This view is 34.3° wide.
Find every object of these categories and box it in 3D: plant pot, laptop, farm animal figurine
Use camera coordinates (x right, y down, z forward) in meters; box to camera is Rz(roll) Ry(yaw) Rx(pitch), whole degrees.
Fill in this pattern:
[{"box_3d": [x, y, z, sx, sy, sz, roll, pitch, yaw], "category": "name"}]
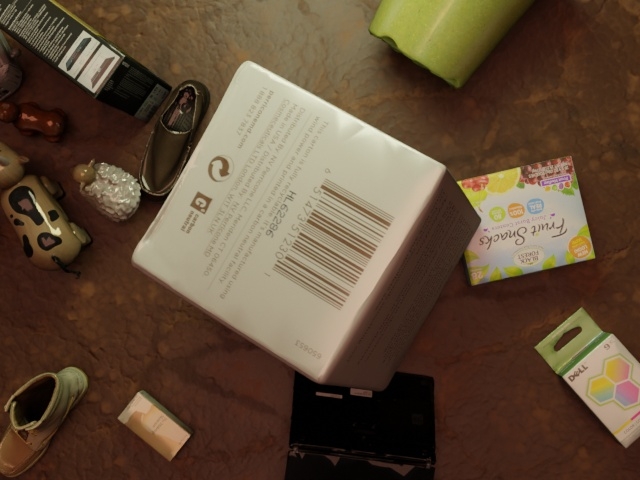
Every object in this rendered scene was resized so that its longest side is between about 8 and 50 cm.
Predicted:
[{"box_3d": [0.214, -0.393, 1.645, 0.276, 0.276, 0.254, 34, 100, 4], "category": "plant pot"}, {"box_3d": [0.059, 0.348, 1.671, 0.234, 0.137, 0.264, 8, 47, -4], "category": "laptop"}, {"box_3d": [-0.508, -0.065, 1.685, 0.326, 0.172, 0.330, 42, 90, 4], "category": "farm animal figurine"}]

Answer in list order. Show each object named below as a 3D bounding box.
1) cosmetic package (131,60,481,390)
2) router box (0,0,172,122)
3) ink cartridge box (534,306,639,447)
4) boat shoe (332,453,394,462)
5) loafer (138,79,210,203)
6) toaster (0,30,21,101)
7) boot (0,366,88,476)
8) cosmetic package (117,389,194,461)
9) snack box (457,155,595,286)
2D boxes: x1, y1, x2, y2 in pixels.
[{"box_3d": [0.000, 0.000, 1.519, 0.327, 0.393, 0.329, 30, 89, 18], "category": "cosmetic package"}, {"box_3d": [-0.381, -0.301, 1.625, 0.243, 0.309, 0.081, 36, 92, 3], "category": "router box"}, {"box_3d": [0.461, 0.221, 1.683, 0.109, 0.062, 0.209, -41, 86, 1], "category": "ink cartridge box"}, {"box_3d": [0.053, 0.341, 1.704, 0.142, 0.040, 0.049, 19, 70, 3], "category": "boat shoe"}, {"box_3d": [-0.252, -0.170, 1.726, 0.080, 0.078, 0.220, 18, 88, 3], "category": "loafer"}, {"box_3d": [-0.612, -0.280, 1.725, 0.227, 0.129, 0.146, -34, 88, -1], "category": "toaster"}, {"box_3d": [-0.471, 0.296, 1.668, 0.077, 0.165, 0.213, 38, 88, 5], "category": "boot"}, {"box_3d": [-0.273, 0.308, 1.721, 0.115, 0.041, 0.060, 37, 89, 4], "category": "cosmetic package"}, {"box_3d": [0.325, -0.030, 1.698, 0.207, 0.070, 0.175, -12, 86, 4], "category": "snack box"}]
